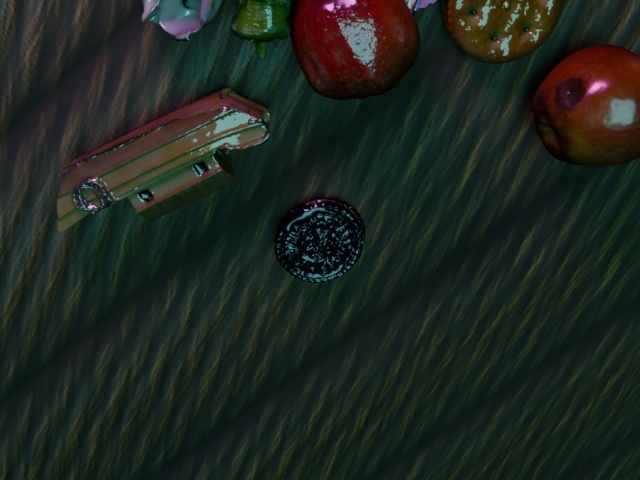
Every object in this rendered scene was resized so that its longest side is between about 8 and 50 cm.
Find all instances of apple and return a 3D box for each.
[{"bbox_3d":[0.509,-0.236,1.308,0.229,0.230,0.230,-4,119,-7],"label":"apple"}]

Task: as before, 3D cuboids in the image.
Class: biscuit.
[{"bbox_3d":[0.321,-0.425,1.259,0.220,0.066,0.221,-5,120,-8],"label":"biscuit"},{"bbox_3d":[0.000,0.000,1.444,0.194,0.053,0.195,-4,120,-7],"label":"biscuit"}]

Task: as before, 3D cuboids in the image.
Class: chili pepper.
[{"bbox_3d":[-0.086,-0.416,1.105,0.099,0.136,0.271,1,118,-15],"label":"chili pepper"}]

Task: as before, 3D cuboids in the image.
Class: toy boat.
[{"bbox_3d":[-0.289,-0.132,1.291,0.445,0.136,0.162,-23,115,9],"label":"toy boat"}]

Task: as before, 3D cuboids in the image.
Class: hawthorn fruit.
[{"bbox_3d":[0.048,-0.355,1.174,0.215,0.215,0.250,-25,114,5],"label":"hawthorn fruit"}]

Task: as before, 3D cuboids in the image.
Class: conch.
[{"bbox_3d":[-0.205,-0.459,1.091,0.182,0.149,0.275,31,142,-4],"label":"conch"}]

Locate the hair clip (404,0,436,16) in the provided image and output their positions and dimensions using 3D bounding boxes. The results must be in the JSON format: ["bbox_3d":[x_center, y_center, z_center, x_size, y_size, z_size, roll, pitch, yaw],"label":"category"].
[{"bbox_3d":[0.193,-0.500,1.187,0.106,0.084,0.292,22,118,-4],"label":"hair clip"}]
